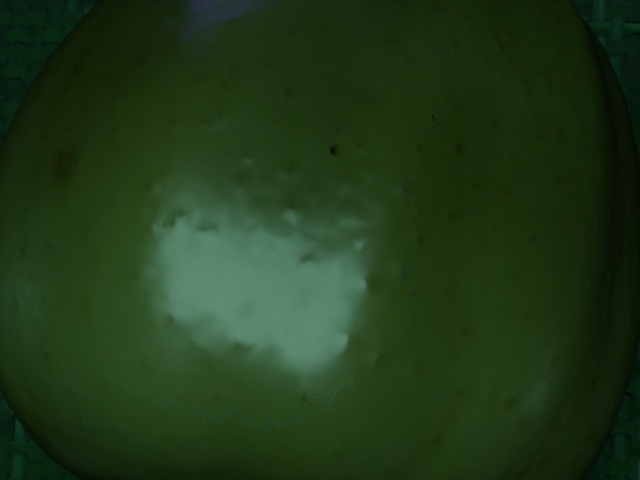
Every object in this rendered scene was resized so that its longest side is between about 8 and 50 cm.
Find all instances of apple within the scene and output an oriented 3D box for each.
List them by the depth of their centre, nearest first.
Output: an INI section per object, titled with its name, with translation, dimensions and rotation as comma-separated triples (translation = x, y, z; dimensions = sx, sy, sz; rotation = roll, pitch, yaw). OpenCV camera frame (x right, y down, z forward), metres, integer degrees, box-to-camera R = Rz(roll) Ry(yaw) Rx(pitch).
[apple]
translation = 0.000, 0.000, 1.186
dimensions = 0.474, 0.473, 0.473
rotation = -1, 83, 11
